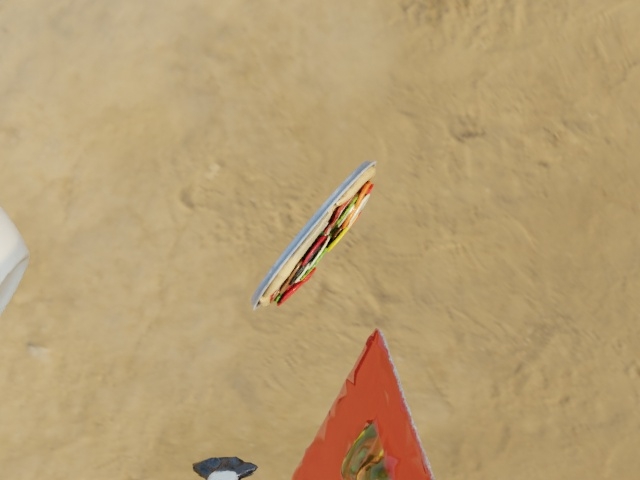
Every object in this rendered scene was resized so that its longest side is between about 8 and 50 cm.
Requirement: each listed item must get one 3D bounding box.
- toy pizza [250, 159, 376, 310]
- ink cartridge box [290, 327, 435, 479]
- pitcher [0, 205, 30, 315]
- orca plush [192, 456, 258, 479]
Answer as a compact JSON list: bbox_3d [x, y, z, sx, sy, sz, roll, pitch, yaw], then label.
[{"bbox_3d":[0.000,0.000,1.342,0.032,0.201,0.201,40,94,3],"label":"toy pizza"},{"bbox_3d":[-0.021,0.270,0.494,0.385,0.091,0.308,-106,32,-42],"label":"ink cartridge box"},{"bbox_3d":[-0.303,-0.015,0.888,0.207,0.178,0.125,31,104,-2],"label":"pitcher"},{"bbox_3d":[-0.158,0.378,1.460,0.151,0.102,0.287,9,44,-3],"label":"orca plush"}]
